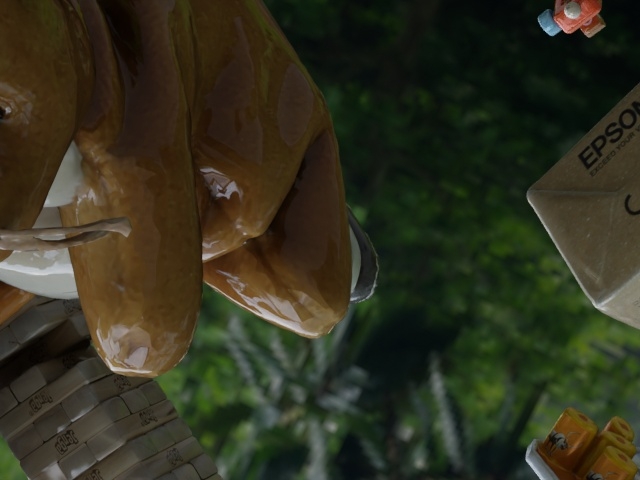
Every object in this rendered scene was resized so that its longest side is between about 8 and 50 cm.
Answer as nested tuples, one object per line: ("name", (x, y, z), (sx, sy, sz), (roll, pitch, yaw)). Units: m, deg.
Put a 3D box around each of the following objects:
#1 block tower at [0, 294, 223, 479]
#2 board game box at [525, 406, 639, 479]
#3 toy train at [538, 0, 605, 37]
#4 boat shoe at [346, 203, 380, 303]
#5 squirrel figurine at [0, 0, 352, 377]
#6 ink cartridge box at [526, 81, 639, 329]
("block tower", (-0.199, 0.091, 1.460), (0.335, 0.091, 0.097), (57, -156, 7))
("board game box", (0.384, 0.266, 1.382), (0.390, 0.050, 0.390), (9, -149, -42))
("toy train", (0.240, -0.211, 1.479), (0.046, 0.166, 0.125), (46, -160, -14))
("boat shoe", (0.000, 0.000, 1.537), (0.068, 0.081, 0.228), (18, -171, -27))
("squirrel figurine", (-0.158, -0.124, 0.972), (0.281, 0.397, 0.370), (1, 172, 16))
("ink cartridge box", (0.250, -0.046, 0.980), (0.193, 0.234, 0.088), (22, -150, -48))
